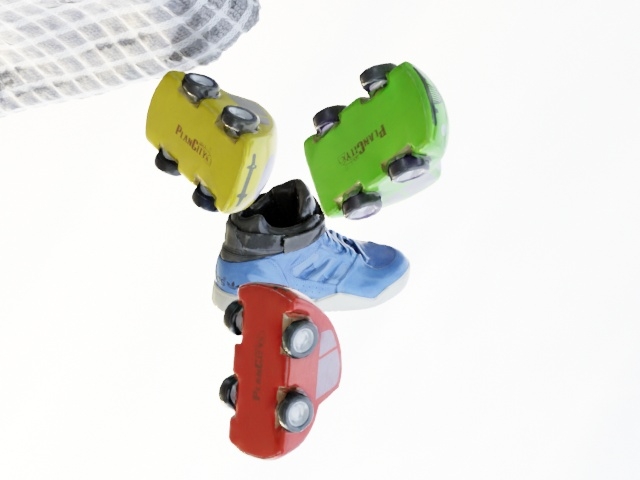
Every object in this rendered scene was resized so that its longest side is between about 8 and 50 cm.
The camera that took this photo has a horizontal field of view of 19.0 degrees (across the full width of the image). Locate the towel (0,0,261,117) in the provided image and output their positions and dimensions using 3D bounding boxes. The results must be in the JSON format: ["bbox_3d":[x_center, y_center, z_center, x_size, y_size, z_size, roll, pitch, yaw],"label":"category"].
[{"bbox_3d":[-0.205,-0.175,1.134,0.284,0.235,0.121,-10,-118,36],"label":"towel"}]

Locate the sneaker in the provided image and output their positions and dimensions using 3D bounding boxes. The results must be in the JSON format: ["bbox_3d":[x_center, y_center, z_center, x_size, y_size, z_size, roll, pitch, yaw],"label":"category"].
[{"bbox_3d":[0.000,0.000,1.283,0.058,0.152,0.084,45,-47,50],"label":"sneaker"}]

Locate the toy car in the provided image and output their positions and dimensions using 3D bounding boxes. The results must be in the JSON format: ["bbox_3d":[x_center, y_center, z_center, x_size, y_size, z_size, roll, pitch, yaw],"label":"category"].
[{"bbox_3d":[0.003,-0.022,1.040,0.225,0.053,0.239,-36,-116,43],"label":"toy car"}]
